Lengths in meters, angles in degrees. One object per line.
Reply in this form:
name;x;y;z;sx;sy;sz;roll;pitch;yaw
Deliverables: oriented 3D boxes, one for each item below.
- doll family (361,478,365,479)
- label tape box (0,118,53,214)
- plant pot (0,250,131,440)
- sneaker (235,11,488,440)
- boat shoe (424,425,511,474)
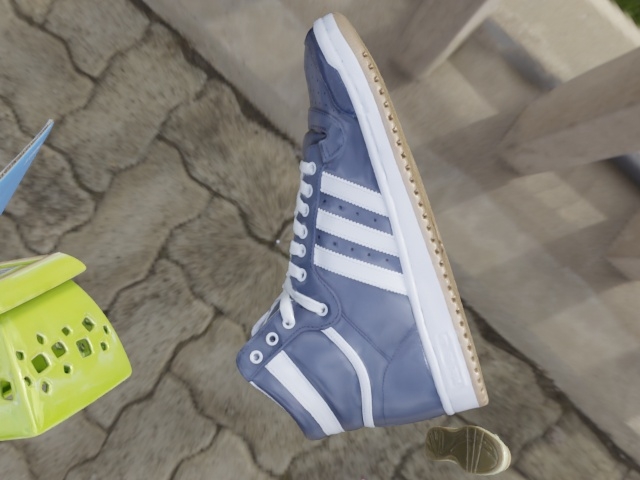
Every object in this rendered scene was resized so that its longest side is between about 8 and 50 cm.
doll family;0.055;0.412;1.647;0.163;0.118;0.263;-40;57;-13
label tape box;-0.285;0.082;0.711;0.106;0.241;0.334;27;110;-7
plant pot;-0.436;0.143;1.838;0.227;0.228;0.207;-9;102;31
sneaker;0.000;0.000;0.885;0.153;0.099;0.282;-18;94;8
boat shoe;0.183;0.250;1.561;0.048;0.153;0.056;12;80;-28
